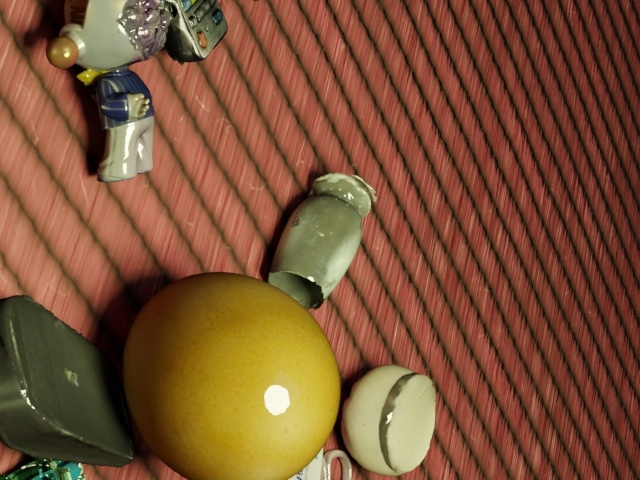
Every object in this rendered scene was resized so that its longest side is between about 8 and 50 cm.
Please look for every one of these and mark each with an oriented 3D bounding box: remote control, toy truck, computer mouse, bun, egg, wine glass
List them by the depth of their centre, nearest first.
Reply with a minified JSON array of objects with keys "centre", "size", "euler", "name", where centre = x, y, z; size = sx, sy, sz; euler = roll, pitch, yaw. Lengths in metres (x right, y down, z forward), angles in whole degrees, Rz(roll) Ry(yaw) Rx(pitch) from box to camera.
[{"centre":[-0.327,0.292,1.444],"size":[0.154,0.078,0.080],"euler":[-31,110,-48],"name":"toy truck"},{"centre":[-0.318,0.170,1.445],"size":[0.295,0.087,0.168],"euler":[44,23,-56],"name":"computer mouse"},{"centre":[-0.114,0.164,1.543],"size":[0.250,0.322,0.250],"euler":[-13,120,-24],"name":"egg"},{"centre":[-0.231,-0.418,1.624],"size":[0.144,0.062,0.399],"euler":[-63,136,-55],"name":"remote control"},{"centre":[0.000,0.000,1.854],"size":[0.111,0.111,0.204],"euler":[54,46,-34],"name":"wine glass"},{"centre":[0.093,0.274,1.946],"size":[0.173,0.120,0.173],"euler":[-10,103,-55],"name":"bun"}]

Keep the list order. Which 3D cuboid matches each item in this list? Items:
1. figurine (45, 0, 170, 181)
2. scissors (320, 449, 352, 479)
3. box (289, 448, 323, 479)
[{"centre":[-0.250,-0.210,1.544],"size":[0.194,0.133,0.274],"euler":[18,75,-65],"name":"figurine"},{"centre":[0.008,0.436,1.894],"size":[0.118,0.030,0.242],"euler":[7,79,-50],"name":"scissors"},{"centre":[-0.084,0.306,1.735],"size":[0.168,0.097,0.265],"euler":[19,72,-50],"name":"box"}]
